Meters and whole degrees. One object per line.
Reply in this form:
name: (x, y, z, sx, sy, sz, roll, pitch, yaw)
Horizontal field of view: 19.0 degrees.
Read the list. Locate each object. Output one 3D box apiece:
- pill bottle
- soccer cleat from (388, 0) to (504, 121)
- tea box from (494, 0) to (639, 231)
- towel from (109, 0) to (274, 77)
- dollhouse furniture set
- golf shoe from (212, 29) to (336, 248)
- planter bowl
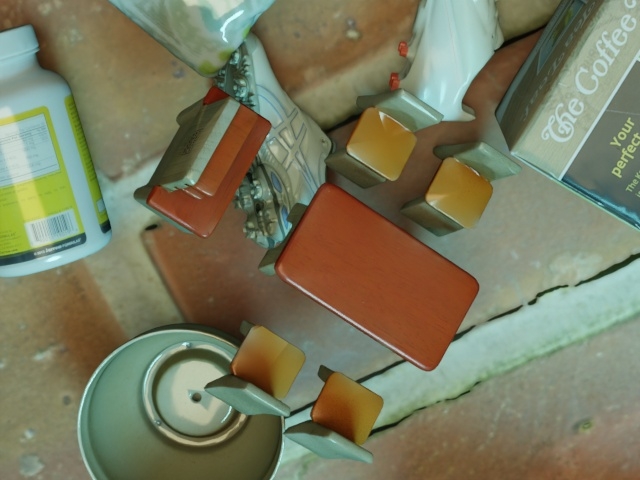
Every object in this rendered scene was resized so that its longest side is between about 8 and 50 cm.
pill bottle: (-0.235, -0.071, 1.491, 0.103, 0.103, 0.184, -14, 100, 6)
soccer cleat: (0.111, -0.186, 1.470, 0.076, 0.068, 0.196, 14, 109, -5)
tea box: (0.347, -0.136, 1.383, 0.324, 0.220, 0.329, 31, 101, -5)
towel: (-0.086, -0.362, 1.411, 0.320, 0.090, 0.374, 40, 94, -4)
dollhouse furniture set: (0.000, 0.000, 1.403, 0.259, 0.135, 0.262, 32, 77, -17)
golf shoe: (-0.033, -0.085, 1.508, 0.086, 0.069, 0.176, -13, 93, -27)
planter bowl: (-0.105, 0.137, 1.523, 0.162, 0.109, 0.162, 1, 101, 3)
